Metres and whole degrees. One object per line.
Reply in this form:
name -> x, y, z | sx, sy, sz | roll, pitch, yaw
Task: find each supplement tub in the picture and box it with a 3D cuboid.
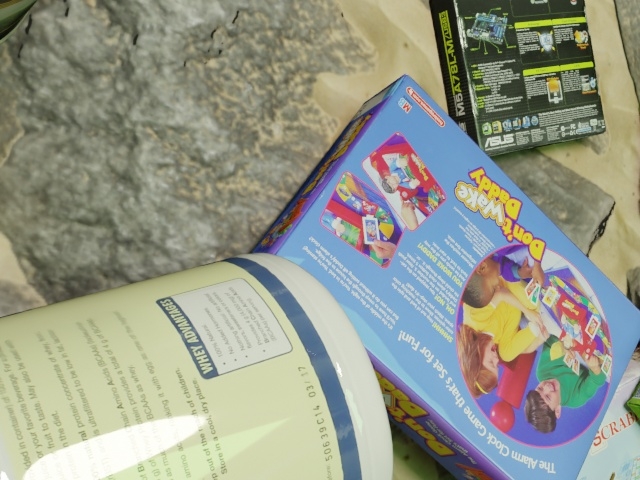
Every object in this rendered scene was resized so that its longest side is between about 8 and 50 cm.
supplement tub -> -0.141, 0.153, 0.558 | 0.324, 0.235, 0.236 | -14, 95, -31

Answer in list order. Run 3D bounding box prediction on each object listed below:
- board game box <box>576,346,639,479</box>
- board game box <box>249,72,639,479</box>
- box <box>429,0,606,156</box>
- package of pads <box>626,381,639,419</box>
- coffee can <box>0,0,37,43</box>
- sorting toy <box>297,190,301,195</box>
board game box -> 0.318, 0.312, 0.929 | 0.318, 0.066, 0.318 | -17, 96, -31
board game box -> 0.123, 0.055, 0.773 | 0.347, 0.078, 0.233 | 43, 62, -13
box -> 0.213, -0.189, 0.901 | 0.190, 0.045, 0.184 | -14, 93, -30
package of pads -> 0.499, 0.186, 0.944 | 0.296, 0.101, 0.229 | 47, 66, -19
coffee can -> -0.231, -0.226, 0.495 | 0.201, 0.275, 0.202 | 2, 87, -31
sorting toy -> 0.000, 0.000, 0.781 | 0.062, 0.012, 0.083 | 10, 83, -28
